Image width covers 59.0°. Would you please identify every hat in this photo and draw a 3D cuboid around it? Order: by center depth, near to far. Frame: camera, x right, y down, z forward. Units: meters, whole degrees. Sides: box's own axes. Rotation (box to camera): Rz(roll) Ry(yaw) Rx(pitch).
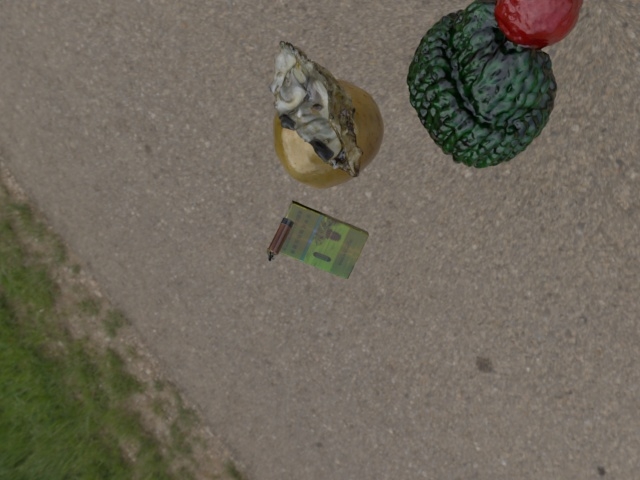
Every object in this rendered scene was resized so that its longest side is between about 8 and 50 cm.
[{"bbox_3d":[0.293,-0.295,0.937,0.274,0.242,0.332,51,158,9],"label":"hat"}]

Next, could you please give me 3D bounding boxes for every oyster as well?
[{"bbox_3d":[-0.007,-0.209,0.916,0.345,0.078,0.129,57,131,41],"label":"oyster"}]

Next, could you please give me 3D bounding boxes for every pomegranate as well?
[{"bbox_3d":[0.016,-0.267,1.450,0.307,0.307,0.308,10,115,22],"label":"pomegranate"}]

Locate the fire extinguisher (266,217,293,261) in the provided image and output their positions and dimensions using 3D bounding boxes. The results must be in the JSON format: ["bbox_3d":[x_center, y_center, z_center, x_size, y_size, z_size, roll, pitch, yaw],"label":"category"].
[{"bbox_3d":[-0.074,0.000,0.993,0.022,0.083,0.028,29,167,-12],"label":"fire extinguisher"}]

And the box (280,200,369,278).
[{"bbox_3d":[0.000,0.000,1.297,0.193,0.030,0.122,22,105,-11],"label":"box"}]
